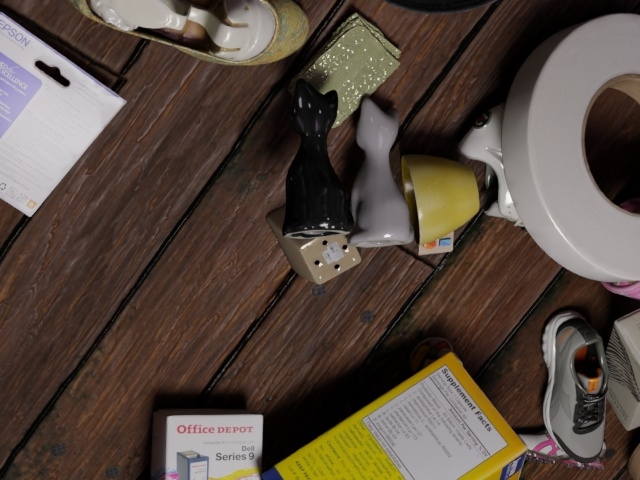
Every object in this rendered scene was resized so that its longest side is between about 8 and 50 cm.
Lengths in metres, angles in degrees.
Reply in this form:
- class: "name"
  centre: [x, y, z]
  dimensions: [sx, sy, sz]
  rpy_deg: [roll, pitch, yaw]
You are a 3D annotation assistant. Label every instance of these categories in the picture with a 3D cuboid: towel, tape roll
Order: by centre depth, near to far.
- class: "towel"
  centre: [0.035, -0.236, 1.774]
  dimensions: [0.148, 0.027, 0.110]
  rpy_deg: [-47, 123, 7]
- class: "tape roll"
  centre: [0.438, -0.133, 1.838]
  dimensions: [0.392, 0.072, 0.392]
  rpy_deg: [2, 85, -26]

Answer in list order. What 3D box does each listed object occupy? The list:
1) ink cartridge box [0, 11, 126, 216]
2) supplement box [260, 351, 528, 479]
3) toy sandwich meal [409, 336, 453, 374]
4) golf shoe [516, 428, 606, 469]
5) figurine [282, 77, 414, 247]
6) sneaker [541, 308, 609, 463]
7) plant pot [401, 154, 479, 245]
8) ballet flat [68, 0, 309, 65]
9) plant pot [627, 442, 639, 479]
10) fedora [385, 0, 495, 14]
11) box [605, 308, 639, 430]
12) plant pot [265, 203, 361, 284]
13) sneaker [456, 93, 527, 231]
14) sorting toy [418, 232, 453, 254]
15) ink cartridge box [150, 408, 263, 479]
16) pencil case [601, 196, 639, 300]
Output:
- class: "ink cartridge box"
  centre: [-0.395, -0.164, 1.646]
  dimensions: [0.206, 0.045, 0.208]
  rpy_deg: [36, 101, -31]
- class: "supplement box"
  centre: [0.113, 0.368, 1.950]
  dimensions: [0.357, 0.194, 0.195]
  rpy_deg: [-31, 155, -13]
- class: "toy sandwich meal"
  centre: [0.180, 0.195, 2.049]
  dimensions: [0.086, 0.029, 0.085]
  rpy_deg: [-8, 119, -16]
- class: "golf shoe"
  centre: [0.405, 0.347, 2.198]
  dimensions: [0.186, 0.067, 0.086]
  rpy_deg: [10, 78, -17]
- class: "figurine"
  centre: [0.040, -0.103, 1.744]
  dimensions: [0.215, 0.092, 0.209]
  rpy_deg: [8, 78, -46]
- class: "sneaker"
  centre: [0.429, 0.254, 2.101]
  dimensions: [0.100, 0.108, 0.271]
  rpy_deg: [-17, 111, -16]
- class: "plant pot"
  centre: [0.176, -0.066, 1.840]
  dimensions: [0.095, 0.134, 0.134]
  rpy_deg: [-10, 120, -2]
- class: "ballet flat"
  centre: [-0.164, -0.289, 1.624]
  dimensions: [0.349, 0.123, 0.123]
  rpy_deg: [14, 111, -26]
- class: "plant pot"
  centre: [0.665, 0.376, 2.223]
  dimensions: [0.237, 0.109, 0.237]
  rpy_deg: [-24, 145, -19]
- class: "fedora"
  centre: [0.201, -0.425, 1.662]
  dimensions: [0.334, 0.152, 0.334]
  rpy_deg: [-8, 119, -15]
- class: "box"
  centre: [0.526, 0.206, 2.058]
  dimensions: [0.094, 0.113, 0.275]
  rpy_deg: [-24, 153, -6]
- class: "plant pot"
  centre: [0.000, 0.000, 1.843]
  dimensions: [0.109, 0.096, 0.109]
  rpy_deg: [-28, 122, -3]
- class: "sneaker"
  centre: [0.326, -0.063, 1.921]
  dimensions: [0.146, 0.122, 0.330]
  rpy_deg: [-37, 110, 9]
- class: "sorting toy"
  centre: [0.167, -0.004, 1.950]
  dimensions: [0.083, 0.012, 0.062]
  rpy_deg: [-7, 118, -17]
- class: "ink cartridge box"
  centre: [-0.174, 0.364, 1.925]
  dimensions: [0.154, 0.093, 0.212]
  rpy_deg: [3, 85, -22]
- class: "pencil case"
  centre: [0.632, 0.052, 2.061]
  dimensions: [0.386, 0.167, 0.160]
  rpy_deg: [17, 93, -28]
